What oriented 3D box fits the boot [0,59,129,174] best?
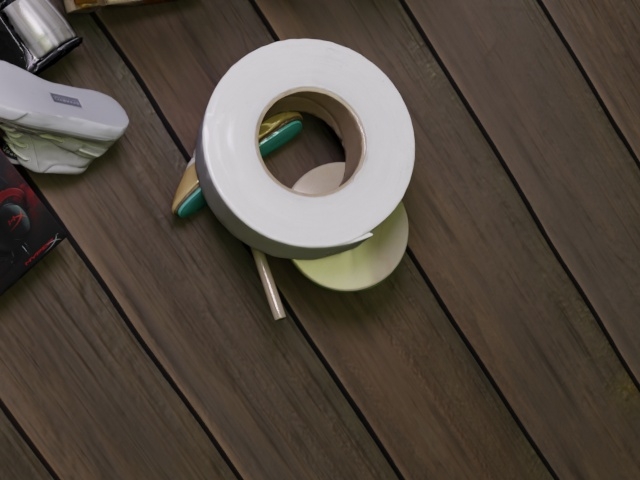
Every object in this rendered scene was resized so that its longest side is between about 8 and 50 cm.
[{"bbox_3d":[-0.372,-0.141,1.458,0.258,0.095,0.123,14,130,-46],"label":"boot"}]

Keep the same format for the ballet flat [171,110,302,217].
[{"bbox_3d":[-0.130,-0.121,1.617,0.232,0.080,0.073,-38,74,-17],"label":"ballet flat"}]

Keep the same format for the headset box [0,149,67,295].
[{"bbox_3d":[-0.466,-0.034,1.386,0.218,0.293,0.110,-44,60,-13],"label":"headset box"}]

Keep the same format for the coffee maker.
[{"bbox_3d":[-0.423,-0.282,1.483,0.171,0.120,0.178,-38,101,-13],"label":"coffee maker"}]

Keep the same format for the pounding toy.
[{"bbox_3d":[0.000,0.000,1.634,0.237,0.110,0.183,-22,85,-15],"label":"pounding toy"}]

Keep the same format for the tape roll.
[{"bbox_3d":[-0.021,-0.118,1.542,0.286,0.100,0.286,3,79,-13],"label":"tape roll"}]

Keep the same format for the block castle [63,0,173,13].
[{"bbox_3d":[-0.129,-0.447,1.483,0.453,0.303,0.212,-14,94,-18],"label":"block castle"}]
